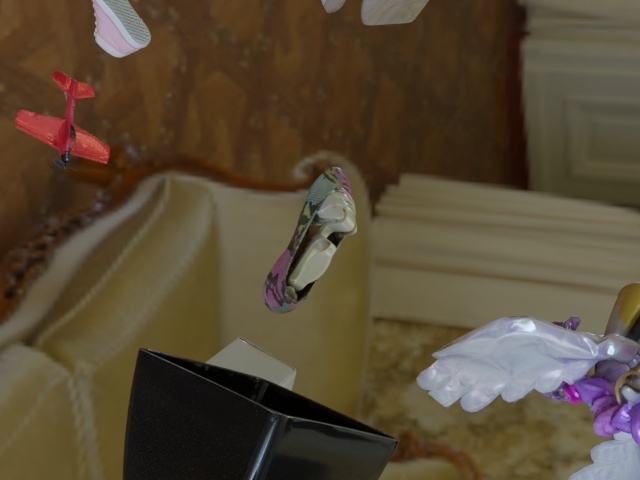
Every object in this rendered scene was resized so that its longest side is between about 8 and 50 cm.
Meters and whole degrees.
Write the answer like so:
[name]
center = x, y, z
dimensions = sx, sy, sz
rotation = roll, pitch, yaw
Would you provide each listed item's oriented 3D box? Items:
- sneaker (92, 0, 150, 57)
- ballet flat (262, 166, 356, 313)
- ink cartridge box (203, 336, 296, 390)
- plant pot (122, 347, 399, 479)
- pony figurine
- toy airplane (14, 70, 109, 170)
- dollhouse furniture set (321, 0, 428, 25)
[sneaker]
center = -0.280, -0.298, 1.860
dimensions = 0.051, 0.070, 0.134
rotation = -37, 98, -43
[ballet flat]
center = 0.000, 0.000, 1.858
dimensions = 0.077, 0.079, 0.221
rotation = 41, 65, -28
[ink cartridge box]
center = -0.119, 0.240, 1.648
dimensions = 0.154, 0.093, 0.212
rotation = -37, 150, -48
[plant pot]
center = -0.074, 0.217, 1.309
dimensions = 0.188, 0.187, 0.167
rotation = 23, 87, -51
[pony figurine]
center = 0.325, 0.140, 1.508
dimensions = 0.303, 0.351, 0.363
rotation = 48, 42, 2
[toy airplane]
center = -0.330, -0.159, 1.885
dimensions = 0.151, 0.028, 0.151
rotation = 25, 52, -38
[dollhouse furniture set]
center = -0.083, -0.252, 1.090
dimensions = 0.286, 0.303, 0.198
rotation = 129, -51, -59
